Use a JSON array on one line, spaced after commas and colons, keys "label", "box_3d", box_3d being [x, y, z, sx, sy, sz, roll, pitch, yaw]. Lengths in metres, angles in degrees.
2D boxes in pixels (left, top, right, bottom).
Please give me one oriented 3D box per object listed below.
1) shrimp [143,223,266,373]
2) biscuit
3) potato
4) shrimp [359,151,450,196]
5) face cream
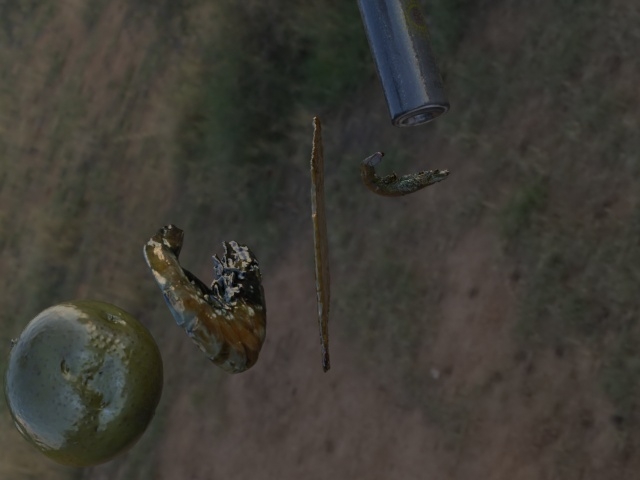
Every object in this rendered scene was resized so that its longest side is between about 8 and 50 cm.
[{"label": "shrimp", "box_3d": [-0.160, 0.054, 1.900, 0.071, 0.233, 0.365, -37, 21, 17]}, {"label": "biscuit", "box_3d": [0.000, 0.000, 1.508, 0.232, 0.013, 0.237, -87, -7, -66]}, {"label": "potato", "box_3d": [-0.230, 0.134, 1.267, 0.194, 0.157, 0.157, 162, 125, -76]}, {"label": "shrimp", "box_3d": [0.100, -0.085, 1.634, 0.114, 0.083, 0.023, -9, 51, 28]}, {"label": "face cream", "box_3d": [0.083, -0.275, 1.568, 0.073, 0.073, 0.284, -35, 66, 55]}]
